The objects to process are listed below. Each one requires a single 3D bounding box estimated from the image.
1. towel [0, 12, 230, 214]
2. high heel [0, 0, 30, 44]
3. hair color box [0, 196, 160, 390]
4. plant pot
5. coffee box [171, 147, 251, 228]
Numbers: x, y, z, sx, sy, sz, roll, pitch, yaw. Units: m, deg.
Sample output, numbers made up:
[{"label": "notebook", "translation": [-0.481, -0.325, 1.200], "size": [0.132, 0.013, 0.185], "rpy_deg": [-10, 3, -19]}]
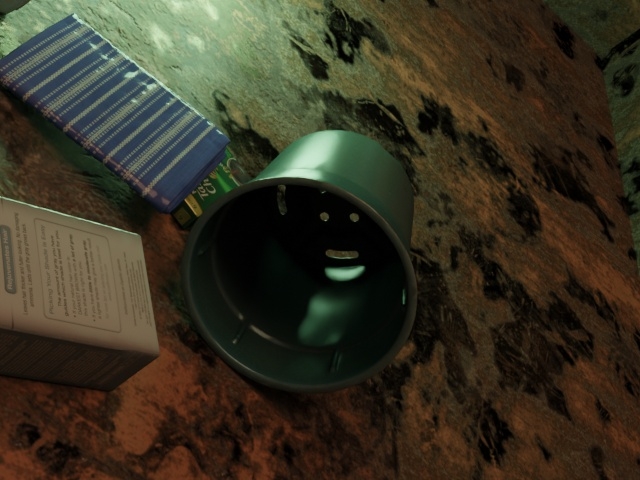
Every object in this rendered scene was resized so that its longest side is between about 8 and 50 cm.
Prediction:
[{"label": "towel", "translation": [-0.312, -0.194, 1.698], "size": [0.336, 0.040, 0.243], "rpy_deg": [39, 36, -4]}, {"label": "high heel", "translation": [-0.506, -0.402, 1.620], "size": [0.186, 0.093, 0.261], "rpy_deg": [43, 43, -27]}, {"label": "hair color box", "translation": [-0.385, 0.055, 1.345], "size": [0.374, 0.113, 0.185], "rpy_deg": [18, 47, -43]}, {"label": "plant pot", "translation": [0.000, 0.000, 1.706], "size": [0.341, 0.341, 0.334], "rpy_deg": [47, 26, -11]}, {"label": "coffee box", "translation": [-0.193, -0.099, 1.787], "size": [0.113, 0.040, 0.184], "rpy_deg": [54, 33, 0]}]
